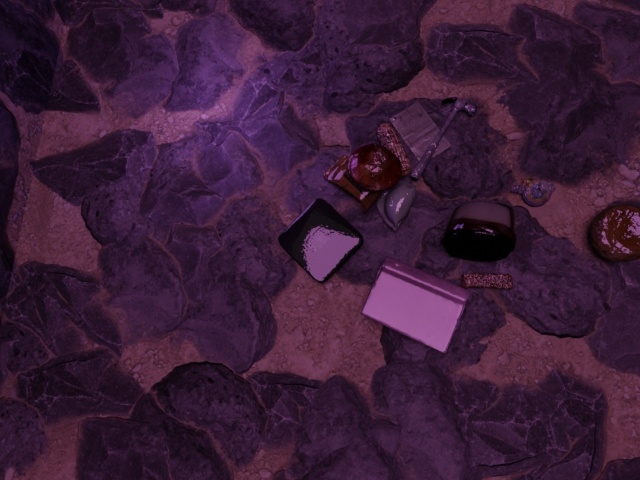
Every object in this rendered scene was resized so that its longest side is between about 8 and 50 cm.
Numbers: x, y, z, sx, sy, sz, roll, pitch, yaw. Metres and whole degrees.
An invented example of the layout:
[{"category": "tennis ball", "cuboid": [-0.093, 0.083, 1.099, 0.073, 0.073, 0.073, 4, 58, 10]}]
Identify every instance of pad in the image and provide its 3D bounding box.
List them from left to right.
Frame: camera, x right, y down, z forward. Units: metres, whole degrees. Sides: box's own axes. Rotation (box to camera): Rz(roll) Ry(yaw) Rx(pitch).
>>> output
[{"category": "pad", "cuboid": [0.446, -0.487, 1.810, 0.160, 0.009, 0.265, -32, 78, 0]}]

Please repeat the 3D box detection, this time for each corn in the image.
[{"category": "corn", "cuboid": [0.324, -0.399, 1.772, 0.086, 0.086, 0.253, -24, 79, 3]}]

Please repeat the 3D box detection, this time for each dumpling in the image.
[{"category": "dumpling", "cuboid": [0.324, -0.152, 1.730, 0.105, 0.149, 0.216, 19, 89, -28]}]

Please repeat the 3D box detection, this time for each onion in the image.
[{"category": "onion", "cuboid": [0.229, -0.319, 1.665, 0.230, 0.163, 0.230, 0, 59, 1]}]

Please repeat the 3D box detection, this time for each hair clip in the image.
[{"category": "hair clip", "cuboid": [0.891, -0.201, 1.685, 0.172, 0.049, 0.116, 13, 95, 1]}]

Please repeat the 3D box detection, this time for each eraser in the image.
[{"category": "eraser", "cuboid": [0.377, 0.255, 1.632, 0.359, 0.122, 0.272, 22, 86, 12]}]

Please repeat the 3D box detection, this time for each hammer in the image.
[{"category": "hammer", "cuboid": [0.523, -0.443, 1.770, 0.152, 0.044, 0.426, 29, 85, 11]}]

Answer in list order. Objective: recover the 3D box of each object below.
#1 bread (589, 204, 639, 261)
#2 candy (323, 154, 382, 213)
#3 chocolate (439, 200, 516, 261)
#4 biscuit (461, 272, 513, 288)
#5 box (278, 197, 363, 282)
[{"category": "bread", "cuboid": [1.170, -0.027, 1.574, 0.230, 0.123, 0.229, -2, 81, 13]}, {"category": "candy", "cuboid": [0.142, -0.251, 1.766, 0.143, 0.101, 0.271, -47, 71, 5]}, {"category": "chocolate", "cuboid": [0.629, -0.049, 1.597, 0.284, 0.283, 0.186, 8, 65, 9]}, {"category": "biscuit", "cuboid": [0.679, 0.166, 1.648, 0.199, 0.034, 0.064, 0, 79, 7]}, {"category": "box", "cuboid": [0.000, 0.000, 1.749, 0.290, 0.073, 0.289, 43, 87, 13]}]
